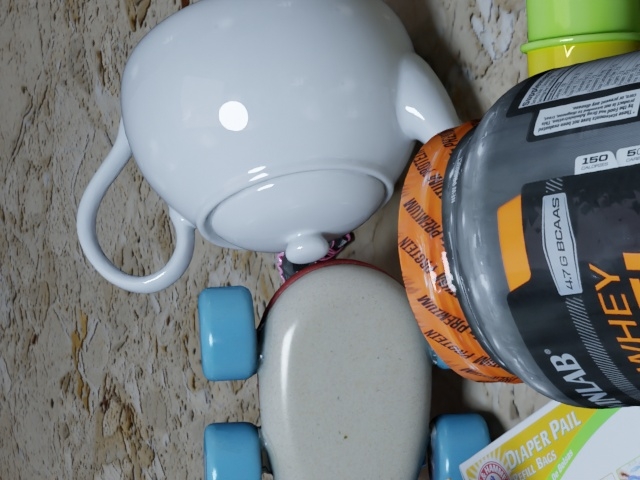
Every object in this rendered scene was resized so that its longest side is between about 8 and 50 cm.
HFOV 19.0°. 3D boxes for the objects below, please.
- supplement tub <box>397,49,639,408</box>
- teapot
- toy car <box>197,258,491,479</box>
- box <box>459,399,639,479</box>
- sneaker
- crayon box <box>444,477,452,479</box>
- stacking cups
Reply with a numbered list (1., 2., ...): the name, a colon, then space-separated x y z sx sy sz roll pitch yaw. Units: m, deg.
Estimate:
1. supplement tub: 0.225 -0.013 1.083 0.338 0.207 0.207 -10 87 39
2. teapot: -0.034 -0.069 1.473 0.256 0.252 0.187 -42 54 55
3. toy car: 0.009 0.109 1.544 0.238 0.219 0.210 -130 38 -80
4. box: 0.203 0.155 1.296 0.203 0.114 0.103 -45 60 51
5. sneaker: 0.000 0.000 1.630 0.057 0.047 0.119 30 122 36
6. crayon box: 0.133 0.377 1.308 0.313 0.106 0.363 69 177 -67
7. stacking cups: 0.167 -0.224 1.292 0.096 0.096 0.316 -5 92 56
